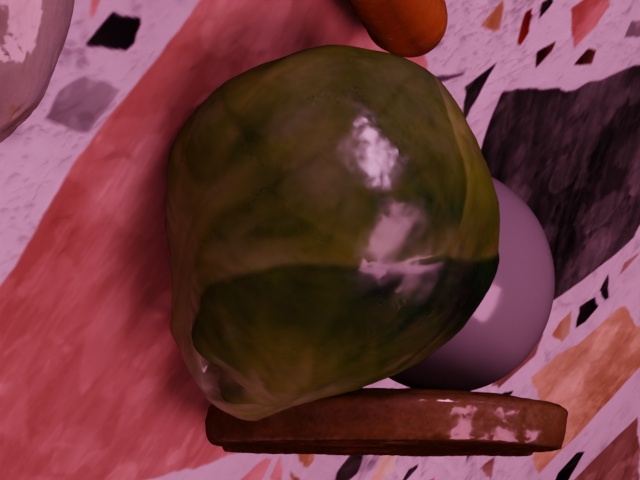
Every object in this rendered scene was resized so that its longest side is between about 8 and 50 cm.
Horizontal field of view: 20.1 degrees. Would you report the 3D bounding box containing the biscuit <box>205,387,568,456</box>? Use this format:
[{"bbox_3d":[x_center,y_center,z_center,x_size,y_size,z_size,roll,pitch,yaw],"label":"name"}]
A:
[{"bbox_3d":[0.051,0.140,1.395,0.257,0.273,0.049,77,15,-80],"label":"biscuit"}]

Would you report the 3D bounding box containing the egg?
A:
[{"bbox_3d":[0.099,0.034,1.430,0.176,0.176,0.232,-52,154,-3],"label":"egg"}]

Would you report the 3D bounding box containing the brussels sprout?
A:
[{"bbox_3d":[0.000,0.000,1.227,0.219,0.210,0.271,-5,143,-49],"label":"brussels sprout"}]

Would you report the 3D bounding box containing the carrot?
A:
[{"bbox_3d":[0.036,-0.202,1.198,0.066,0.062,0.271,-19,147,6],"label":"carrot"}]

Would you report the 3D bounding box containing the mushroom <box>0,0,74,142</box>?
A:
[{"bbox_3d":[-0.173,-0.136,0.920,0.097,0.088,0.212,3,120,-20],"label":"mushroom"}]
